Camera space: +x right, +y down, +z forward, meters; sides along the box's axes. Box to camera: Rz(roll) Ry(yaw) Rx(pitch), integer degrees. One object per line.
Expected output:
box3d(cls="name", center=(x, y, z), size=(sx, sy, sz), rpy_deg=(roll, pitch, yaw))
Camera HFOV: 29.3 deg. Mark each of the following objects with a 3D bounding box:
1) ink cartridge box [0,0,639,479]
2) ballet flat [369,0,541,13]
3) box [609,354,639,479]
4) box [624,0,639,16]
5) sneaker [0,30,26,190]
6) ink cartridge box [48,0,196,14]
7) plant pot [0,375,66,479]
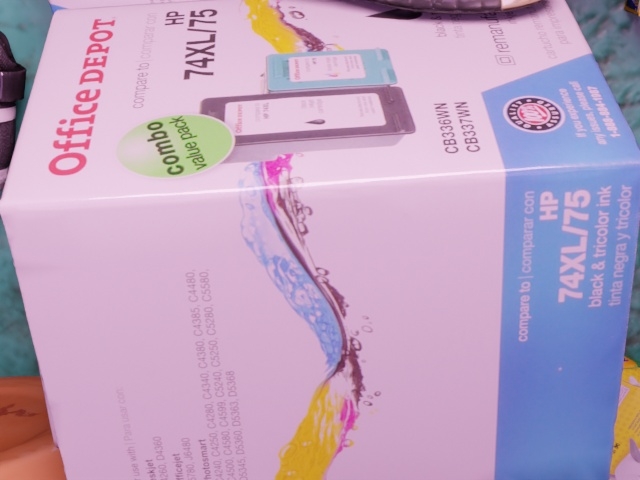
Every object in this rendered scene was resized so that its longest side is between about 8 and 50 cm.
box3d(cls="ink cartridge box", center=(0.000, 0.000, 0.626), size=(0.270, 0.198, 0.197), rpy_deg=(-4, 126, -1))
box3d(cls="ballet flat", center=(0.033, -0.148, 0.613), size=(0.173, 0.057, 0.049), rpy_deg=(14, 123, 13))
box3d(cls="box", center=(0.216, 0.140, 0.777), size=(0.179, 0.043, 0.105), rpy_deg=(26, 115, -1))
box3d(cls="box", center=(0.264, -0.147, 0.693), size=(0.169, 0.054, 0.059), rpy_deg=(7, 106, 3))
box3d(cls="sneaker", center=(-0.285, -0.113, 0.744), size=(0.217, 0.079, 0.121), rpy_deg=(15, 103, -8))
box3d(cls="ink cartridge box", center=(-0.057, -0.161, 0.702), size=(0.191, 0.082, 0.139), rpy_deg=(-15, 104, 7))
box3d(cls="plant pot", center=(-0.209, 0.205, 0.717), size=(0.291, 0.291, 0.203), rpy_deg=(-6, 100, 7))
